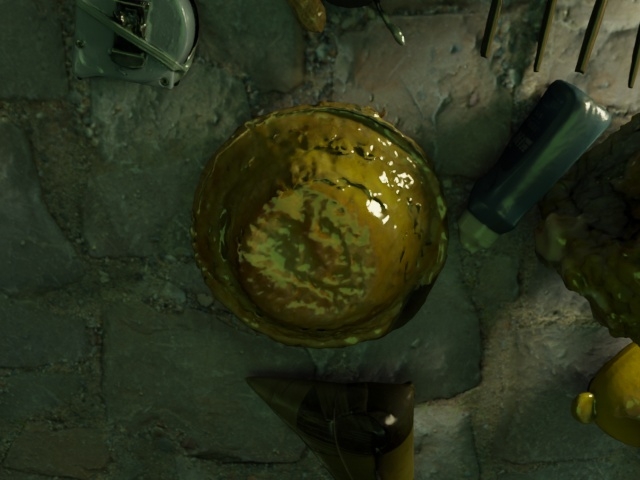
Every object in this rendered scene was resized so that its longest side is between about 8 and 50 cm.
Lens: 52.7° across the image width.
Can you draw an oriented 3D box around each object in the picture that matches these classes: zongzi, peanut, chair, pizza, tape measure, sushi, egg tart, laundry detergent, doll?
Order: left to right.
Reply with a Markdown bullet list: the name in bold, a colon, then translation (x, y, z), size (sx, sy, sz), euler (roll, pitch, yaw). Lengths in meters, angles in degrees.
- **tape measure**: translation (-0.277, -0.323, 0.970), size (0.182, 0.107, 0.181), euler (7, 117, 2)
- **peanut**: translation (-0.028, -0.364, 0.974), size (0.054, 0.054, 0.113), euler (-30, 102, 12)
- **egg tart**: translation (0.000, 0.000, 1.038), size (0.443, 0.178, 0.443), euler (0, 112, 1)
- **zongzi**: translation (0.019, 0.385, 1.219), size (0.317, 0.154, 0.289), euler (6, 115, 20)
- **pizza**: translation (0.066, -0.201, 1.051), size (0.083, 0.016, 0.037), euler (-11, 113, 10)
- **laundry detergent**: translation (0.311, -0.107, 1.009), size (0.094, 0.143, 0.290), euler (33, 108, -15)
- **chair**: translation (0.355, -0.365, 0.881), size (0.166, 0.188, 0.272), euler (-2, 110, -42)
- **sushi**: translation (0.501, -0.014, 0.910), size (0.351, 0.396, 0.240), euler (-36, 109, 18)
- **doll**: translation (0.677, 0.222, 1.121), size (0.423, 0.161, 0.348), euler (20, 96, -7)

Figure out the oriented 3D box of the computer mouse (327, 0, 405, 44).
- **computer mouse**: translation (0.041, -0.453, 0.924), size (0.167, 0.090, 0.379), euler (-26, 109, 12)
